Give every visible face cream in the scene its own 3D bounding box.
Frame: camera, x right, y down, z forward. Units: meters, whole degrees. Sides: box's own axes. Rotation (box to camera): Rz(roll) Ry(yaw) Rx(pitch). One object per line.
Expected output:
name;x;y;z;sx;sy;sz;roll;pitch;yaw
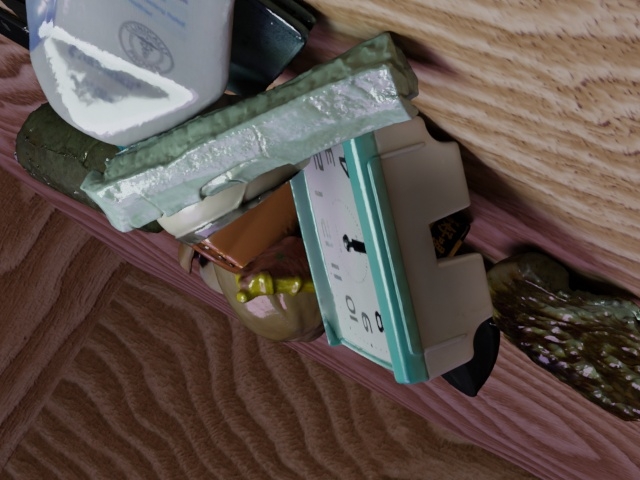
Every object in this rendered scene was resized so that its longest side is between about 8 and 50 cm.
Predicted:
face cream;-0.164;-0.223;1.280;0.234;0.137;0.420;33;151;9

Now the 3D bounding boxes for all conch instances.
conch;-0.147;-0.012;2.483;0.158;0.127;0.255;15;144;-5

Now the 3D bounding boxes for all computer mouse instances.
computer mouse;0.161;0.081;1.908;0.170;0.100;0.269;40;164;36

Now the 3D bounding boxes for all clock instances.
clock;0.065;-0.007;1.525;0.231;0.116;0.262;-162;58;-68

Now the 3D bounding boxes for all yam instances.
yam;-0.323;-0.119;2.266;0.304;0.168;0.168;21;166;43

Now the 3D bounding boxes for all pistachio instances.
pistachio;-0.065;0.037;2.129;0.181;0.162;0.293;-101;-14;-55

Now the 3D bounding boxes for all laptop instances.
laptop;-0.467;-0.319;2.154;0.180;0.016;0.129;31;170;12

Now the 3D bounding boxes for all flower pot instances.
flower pot;-0.091;-0.053;1.847;0.190;0.173;0.190;33;172;5

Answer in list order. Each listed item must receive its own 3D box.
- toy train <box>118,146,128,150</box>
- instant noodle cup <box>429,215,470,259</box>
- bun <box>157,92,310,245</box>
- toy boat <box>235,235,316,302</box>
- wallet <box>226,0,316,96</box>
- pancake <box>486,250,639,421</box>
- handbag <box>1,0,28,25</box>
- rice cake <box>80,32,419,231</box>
toy train;-0.192;-0.123;2.029;0.154;0.107;0.198;46;165;-28
instant noodle cup;0.077;0.000;1.692;0.122;0.151;0.151;42;170;-2
bun;-0.101;-0.083;1.471;0.120;0.172;0.173;57;168;-4
toy boat;0.001;0.048;1.787;0.141;0.099;0.318;8;175;30
wallet;-0.139;-0.232;1.426;0.251;0.054;0.290;31;169;-6
pancake;0.334;0.118;1.765;0.304;0.067;0.427;8;155;50
handbag;-0.268;-0.236;1.738;0.246;0.080;0.223;24;168;37
rice cake;-0.067;-0.089;1.322;0.336;0.063;0.066;-21;125;27
